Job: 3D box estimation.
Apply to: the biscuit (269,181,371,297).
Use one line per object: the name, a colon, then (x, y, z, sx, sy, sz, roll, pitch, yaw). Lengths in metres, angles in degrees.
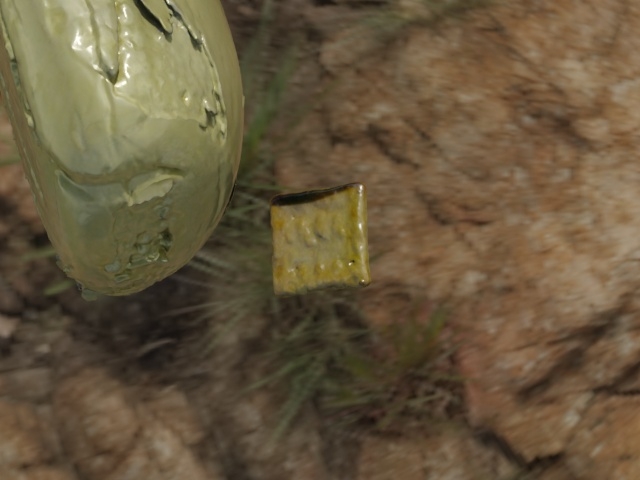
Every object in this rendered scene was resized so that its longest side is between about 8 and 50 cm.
biscuit: (0.000, 0.000, 1.463, 0.083, 0.018, 0.081, -9, 77, 27)

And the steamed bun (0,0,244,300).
steamed bun: (-0.133, -0.096, 1.362, 0.166, 0.273, 0.232, -17, 58, -13)
